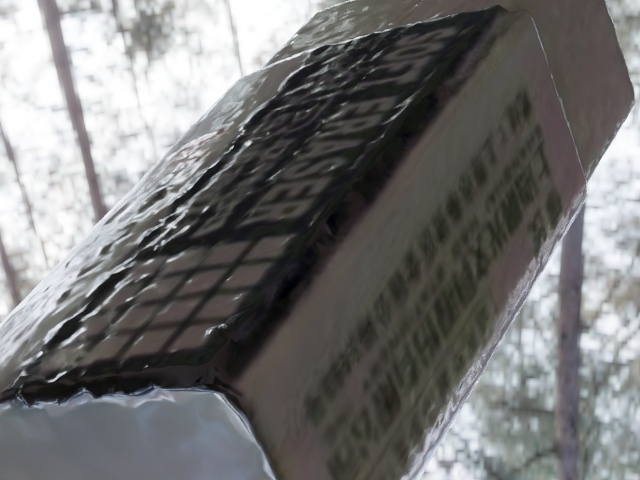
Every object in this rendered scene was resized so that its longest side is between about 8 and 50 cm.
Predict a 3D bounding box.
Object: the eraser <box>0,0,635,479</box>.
[{"bbox_3d":[0.000,0.000,0.576,0.130,0.086,0.287,-10,-153,33],"label":"eraser"}]
